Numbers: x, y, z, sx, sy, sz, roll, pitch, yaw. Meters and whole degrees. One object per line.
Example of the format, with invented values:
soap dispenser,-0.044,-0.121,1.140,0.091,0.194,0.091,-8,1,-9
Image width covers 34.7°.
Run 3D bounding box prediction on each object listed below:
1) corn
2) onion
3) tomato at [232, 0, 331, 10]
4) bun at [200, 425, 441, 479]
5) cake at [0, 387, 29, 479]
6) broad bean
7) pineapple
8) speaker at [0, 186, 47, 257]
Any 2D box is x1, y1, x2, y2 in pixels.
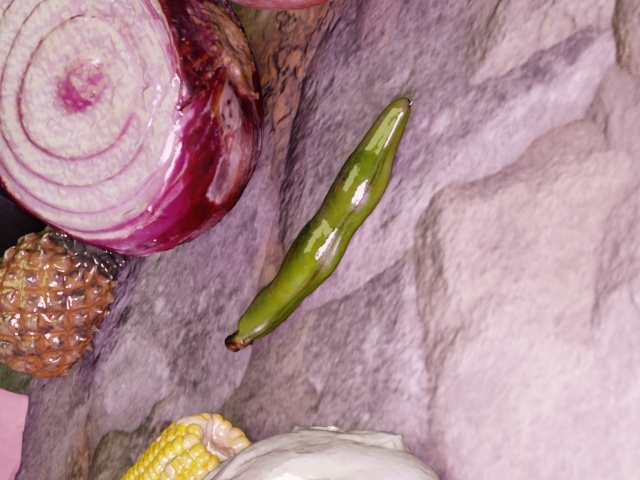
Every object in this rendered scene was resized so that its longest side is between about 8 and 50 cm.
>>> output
corn,-0.150,0.249,0.910,0.244,0.093,0.093,-49,36,25
onion,-0.191,-0.144,1.068,0.282,0.260,0.336,-31,79,18
tomato,-0.040,-0.374,0.943,0.283,0.316,0.316,-15,49,6
bun,-0.044,0.251,0.670,0.293,0.187,0.293,-35,41,38
cake,-0.571,0.307,1.314,0.307,0.293,0.314,-19,59,43
broad bean,0.000,0.000,0.897,0.297,0.043,0.060,-55,24,20
pineapple,-0.294,0.022,1.217,0.278,0.158,0.158,-55,34,10
speaker,-0.572,-0.029,1.619,0.388,0.184,0.180,-43,39,34
